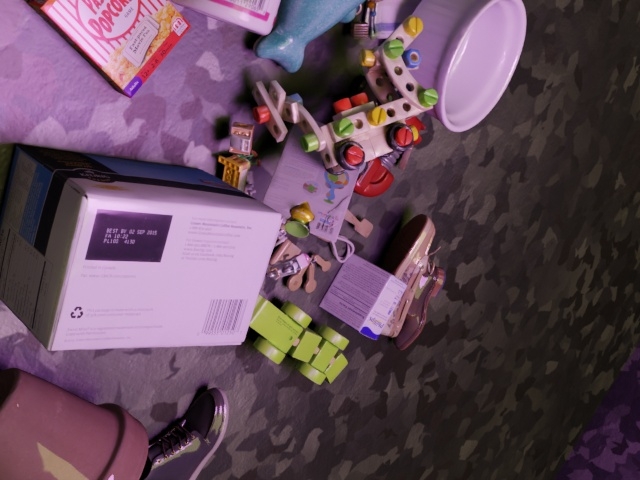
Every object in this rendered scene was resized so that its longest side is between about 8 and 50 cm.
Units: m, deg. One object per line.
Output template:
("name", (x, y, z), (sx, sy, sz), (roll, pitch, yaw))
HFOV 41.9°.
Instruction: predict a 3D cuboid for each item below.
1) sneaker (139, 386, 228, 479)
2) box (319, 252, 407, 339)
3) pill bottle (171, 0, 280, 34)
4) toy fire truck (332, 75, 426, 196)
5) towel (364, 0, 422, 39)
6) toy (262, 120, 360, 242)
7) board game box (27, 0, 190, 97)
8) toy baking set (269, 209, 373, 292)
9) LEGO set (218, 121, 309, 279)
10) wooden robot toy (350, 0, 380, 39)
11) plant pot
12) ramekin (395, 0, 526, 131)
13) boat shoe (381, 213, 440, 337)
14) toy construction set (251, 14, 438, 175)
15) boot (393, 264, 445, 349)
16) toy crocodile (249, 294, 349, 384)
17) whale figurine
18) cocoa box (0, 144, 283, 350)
("sneaker", (-0.262, 0.377, 1.582), (0.118, 0.083, 0.222), (21, 96, -48))
("box", (0.090, 0.117, 1.758), (0.072, 0.126, 0.137), (32, 88, -50))
("pill bottle", (-0.106, -0.462, 1.228), (0.160, 0.160, 0.283), (9, 104, -47))
("toy fire truck", (0.121, -0.176, 1.638), (0.246, 0.158, 0.217), (36, 84, -38))
("towel", (0.176, -0.521, 1.571), (0.209, 0.034, 0.285), (-12, 119, -41))
("toy", (-0.012, -0.100, 1.442), (0.056, 0.136, 0.237), (113, -3, -51))
("board game box", (-0.297, -0.323, 1.200), (0.147, 0.045, 0.193), (-54, 138, -9))
("toy baking set", (-0.002, -0.004, 1.679), (0.256, 0.030, 0.197), (-38, 136, -24))
("LEGO set", (-0.108, -0.075, 1.480), (0.107, 0.132, 0.287), (-34, 110, -49))
("wooden robot toy", (0.085, -0.437, 1.474), (0.076, 0.079, 0.173), (12, 113, -19))
("plant pot", (-0.439, 0.323, 1.288), (0.263, 0.263, 0.229), (-49, 119, -14))
("ramekin", (0.267, -0.363, 1.625), (0.277, 0.135, 0.277), (-37, 144, -33))
("boat shoe", (0.184, 0.077, 1.833), (0.089, 0.104, 0.285), (22, 106, -18))
("toy construction set", (0.054, -0.233, 1.415), (0.327, 0.151, 0.215), (-21, 95, -11))
("boot", (0.194, 0.146, 1.937), (0.106, 0.082, 0.219), (19, 103, -26))
("toy crocodile", (-0.050, 0.200, 1.696), (0.340, 0.105, 0.115), (37, 84, -43))
("whale figurine", (-0.002, -0.402, 1.376), (0.216, 0.141, 0.272), (18, 104, -49))
("cocoa box", (-0.278, 0.012, 1.260), (0.347, 0.228, 0.232), (4, 108, -46))
